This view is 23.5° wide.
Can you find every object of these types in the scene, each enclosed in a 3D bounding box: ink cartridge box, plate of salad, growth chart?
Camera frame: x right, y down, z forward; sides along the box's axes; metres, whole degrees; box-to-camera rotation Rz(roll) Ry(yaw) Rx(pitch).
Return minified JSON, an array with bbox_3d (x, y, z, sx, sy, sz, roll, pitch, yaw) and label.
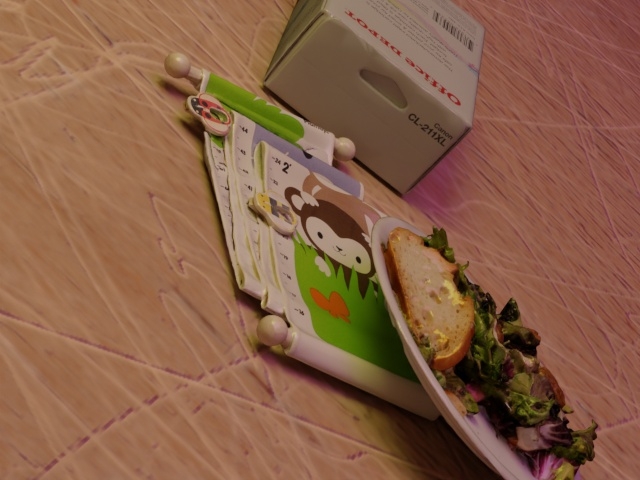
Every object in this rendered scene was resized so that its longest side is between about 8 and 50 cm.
[{"bbox_3d":[0.041,-0.129,1.066,0.127,0.072,0.175,38,28,-12],"label":"ink cartridge box"},{"bbox_3d":[0.098,0.064,0.870,0.200,0.048,0.200,47,18,-21],"label":"plate of salad"},{"bbox_3d":[0.000,0.000,0.895,0.172,0.021,0.237,20,37,-39],"label":"growth chart"}]
